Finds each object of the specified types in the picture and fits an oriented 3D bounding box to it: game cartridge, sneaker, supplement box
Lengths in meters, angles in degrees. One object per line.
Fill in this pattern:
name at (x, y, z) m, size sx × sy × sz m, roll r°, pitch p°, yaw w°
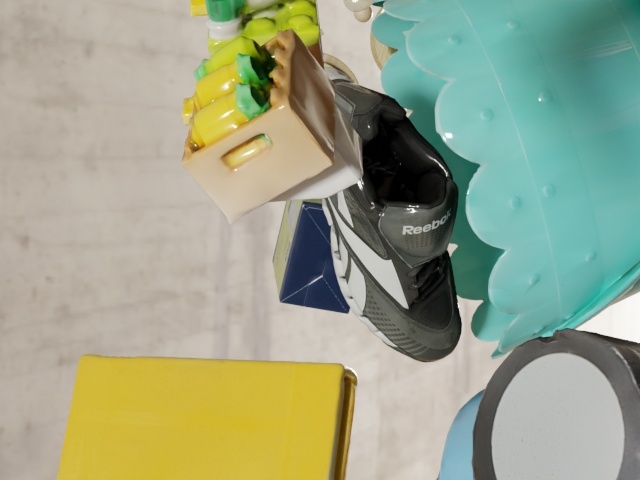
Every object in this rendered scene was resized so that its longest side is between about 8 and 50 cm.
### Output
game cartridge at (-0.130, 0.262, 1.390) m, size 0.052 × 0.323 × 0.285 m, roll 35°, pitch -121°, yaw -58°
sneaker at (0.054, -0.007, 0.923) m, size 0.078 × 0.106 × 0.234 m, roll -34°, pitch -65°, yaw -23°
supplement box at (0.000, 0.000, 1.053) m, size 0.083 × 0.056 × 0.083 m, roll -105°, pitch 28°, yaw -68°

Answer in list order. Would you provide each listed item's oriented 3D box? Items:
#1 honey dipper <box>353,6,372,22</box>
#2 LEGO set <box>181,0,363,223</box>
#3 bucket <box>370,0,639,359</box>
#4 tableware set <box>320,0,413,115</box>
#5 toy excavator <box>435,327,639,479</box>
honey dipper at (0.011, -0.251, 1.220) m, size 0.161 × 0.030 × 0.030 m, roll 55°, pitch -137°, yaw -51°
LEGO set at (0.010, -0.128, 0.457) m, size 0.287 × 0.132 × 0.107 m, roll -44°, pitch -41°, yaw -42°
bucket at (0.164, -0.072, 0.975) m, size 0.281 × 0.183 × 0.281 m, roll 160°, pitch 90°, yaw -88°
tableware set at (0.036, -0.142, 1.140) m, size 0.128 × 0.194 × 0.039 m, roll 59°, pitch -165°, yaw -6°
toy excavator at (0.096, 0.303, 0.734) m, size 0.222 × 0.445 × 0.433 m, roll 13°, pitch -118°, yaw -37°
